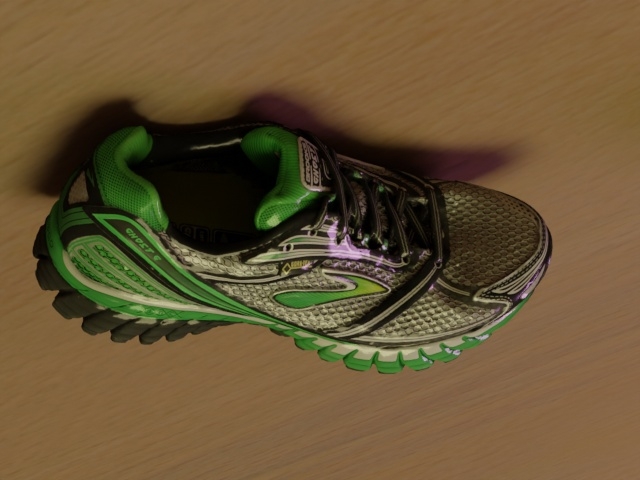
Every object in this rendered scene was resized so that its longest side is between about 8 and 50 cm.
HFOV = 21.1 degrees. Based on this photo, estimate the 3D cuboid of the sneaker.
[{"bbox_3d":[0.000,0.000,1.099,0.343,0.134,0.146,1,151,-23],"label":"sneaker"}]
